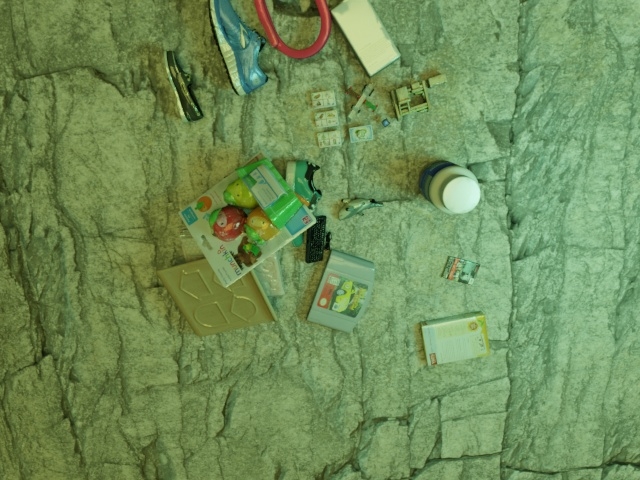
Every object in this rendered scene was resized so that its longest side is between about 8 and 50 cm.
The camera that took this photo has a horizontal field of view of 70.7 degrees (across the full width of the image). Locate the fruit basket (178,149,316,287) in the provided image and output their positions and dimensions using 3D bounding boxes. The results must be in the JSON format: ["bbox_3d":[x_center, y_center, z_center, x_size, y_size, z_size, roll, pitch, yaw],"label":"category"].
[{"bbox_3d":[-0.243,-0.081,1.421,0.353,0.165,0.327,-34,69,-5],"label":"fruit basket"}]

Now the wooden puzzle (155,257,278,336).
[{"bbox_3d":[-0.354,0.182,1.587,0.348,0.080,0.321,-12,122,14],"label":"wooden puzzle"}]

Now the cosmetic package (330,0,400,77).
[{"bbox_3d":[0.141,-0.641,1.412,0.117,0.085,0.231,-31,101,9],"label":"cosmetic package"}]

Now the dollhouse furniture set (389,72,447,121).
[{"bbox_3d":[0.326,-0.451,1.423,0.182,0.161,0.101,-17,105,6],"label":"dollhouse furniture set"}]

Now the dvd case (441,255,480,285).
[{"bbox_3d":[0.516,0.111,1.657,0.120,0.013,0.087,15,105,-3],"label":"dvd case"}]

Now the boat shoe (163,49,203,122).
[{"bbox_3d":[-0.442,-0.500,1.460,0.069,0.081,0.227,-13,112,1],"label":"boat shoe"}]

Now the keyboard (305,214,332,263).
[{"bbox_3d":[0.000,0.000,1.580,0.100,0.038,0.191,-14,128,-26],"label":"keyboard"}]

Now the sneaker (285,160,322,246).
[{"bbox_3d":[-0.056,-0.121,1.547,0.121,0.108,0.301,2,104,4],"label":"sneaker"}]

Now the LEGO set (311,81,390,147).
[{"bbox_3d":[0.104,-0.419,1.504,0.245,0.060,0.182,-6,109,11],"label":"LEGO set"}]

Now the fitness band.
[{"bbox_3d":[-0.085,-0.711,1.390,0.209,0.054,0.290,-19,105,16],"label":"fitness band"}]

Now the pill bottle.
[{"bbox_3d":[0.413,-0.170,1.444,0.153,0.272,0.152,0,106,0],"label":"pill bottle"}]

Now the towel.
[{"bbox_3d":[-0.308,0.084,1.594,0.332,0.053,0.316,-4,124,3],"label":"towel"}]

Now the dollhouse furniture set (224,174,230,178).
[{"bbox_3d":[-0.253,-0.221,1.564,0.152,0.058,0.076,-19,98,-14],"label":"dollhouse furniture set"}]

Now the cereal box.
[{"bbox_3d":[0.509,0.373,1.713,0.241,0.047,0.172,-10,105,4],"label":"cereal box"}]

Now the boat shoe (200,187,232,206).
[{"bbox_3d":[-0.338,-0.079,1.581,0.076,0.080,0.228,-20,119,35],"label":"boat shoe"}]

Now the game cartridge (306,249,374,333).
[{"bbox_3d":[0.083,0.195,1.665,0.196,0.060,0.294,17,106,-9],"label":"game cartridge"}]

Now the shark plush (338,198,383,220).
[{"bbox_3d":[0.139,-0.116,1.592,0.161,0.073,0.067,-18,126,-16],"label":"shark plush"}]

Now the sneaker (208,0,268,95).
[{"bbox_3d":[-0.253,-0.633,1.411,0.147,0.130,0.329,-21,108,-9],"label":"sneaker"}]
